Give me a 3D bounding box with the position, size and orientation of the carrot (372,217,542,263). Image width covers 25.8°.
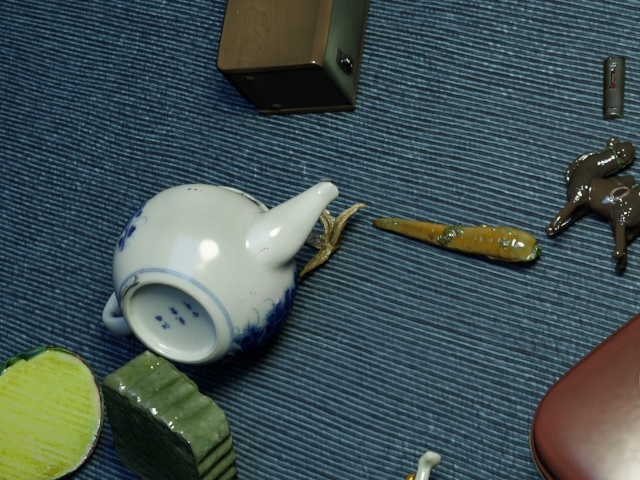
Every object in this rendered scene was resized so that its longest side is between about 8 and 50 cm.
[{"bbox_3d":[0.180,-0.006,1.889,0.254,0.049,0.049,10,73,31],"label":"carrot"}]

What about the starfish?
[{"bbox_3d":[0.003,0.003,1.960,0.133,0.041,0.130,-3,59,51],"label":"starfish"}]

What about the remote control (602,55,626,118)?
[{"bbox_3d":[0.396,-0.209,1.893,0.034,0.016,0.091,-2,68,18],"label":"remote control"}]

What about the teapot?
[{"bbox_3d":[-0.147,0.028,1.913,0.424,0.252,0.280,-25,23,37],"label":"teapot"}]

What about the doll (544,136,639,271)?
[{"bbox_3d":[0.372,-0.056,1.818,0.139,0.057,0.165,26,75,33],"label":"doll"}]

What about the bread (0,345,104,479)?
[{"bbox_3d":[-0.412,0.263,2.031,0.228,0.033,0.228,-9,64,18],"label":"bread"}]

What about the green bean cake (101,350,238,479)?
[{"bbox_3d":[-0.194,0.259,1.851,0.094,0.183,0.185,-34,53,-30],"label":"green bean cake"}]

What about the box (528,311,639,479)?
[{"bbox_3d":[0.440,0.187,1.621,0.404,0.108,0.263,-38,56,-7],"label":"box"}]

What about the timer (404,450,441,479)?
[{"bbox_3d":[0.107,0.397,1.695,0.175,0.175,0.266,-20,49,15],"label":"timer"}]

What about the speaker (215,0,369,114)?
[{"bbox_3d":[-0.034,-0.321,2.047,0.192,0.153,0.231,-2,68,23],"label":"speaker"}]
